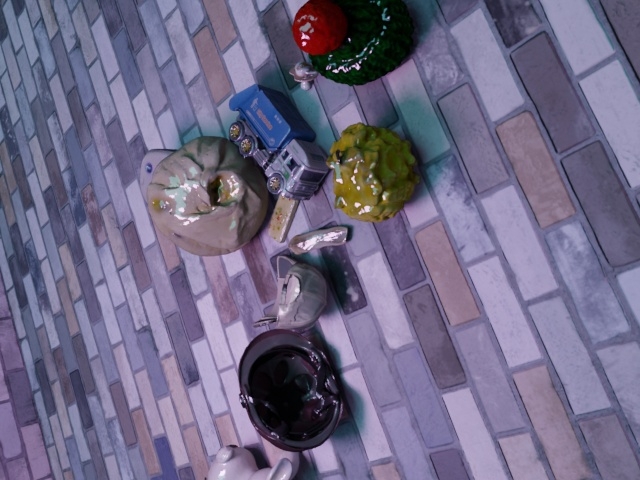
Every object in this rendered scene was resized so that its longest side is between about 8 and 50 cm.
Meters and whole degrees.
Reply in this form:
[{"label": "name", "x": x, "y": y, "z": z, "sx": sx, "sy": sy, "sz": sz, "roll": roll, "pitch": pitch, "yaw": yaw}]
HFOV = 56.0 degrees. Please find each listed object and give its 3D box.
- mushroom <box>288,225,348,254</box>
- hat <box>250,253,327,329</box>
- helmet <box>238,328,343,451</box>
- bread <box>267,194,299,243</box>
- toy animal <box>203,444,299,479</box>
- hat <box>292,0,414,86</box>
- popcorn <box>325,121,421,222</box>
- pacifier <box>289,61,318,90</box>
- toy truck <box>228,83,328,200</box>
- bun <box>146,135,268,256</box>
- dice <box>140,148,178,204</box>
[{"label": "mushroom", "x": 0.000, "y": -0.004, "z": 1.702, "sx": 0.202, "sy": 0.054, "sz": 0.059, "roll": -14, "pitch": 90, "yaw": 34}, {"label": "hat", "x": -0.083, "y": 0.168, "z": 1.716, "sx": 0.275, "sy": 0.161, "sz": 0.232, "roll": -21, "pitch": 40, "yaw": 59}, {"label": "helmet", "x": -0.093, "y": 0.435, "z": 1.699, "sx": 0.338, "sy": 0.271, "sz": 0.197, "roll": 55, "pitch": 156, "yaw": 19}, {"label": "bread", "x": -0.114, "y": -0.070, "z": 1.799, "sx": 0.068, "sy": 0.028, "sz": 0.154, "roll": 36, "pitch": 117, "yaw": 29}, {"label": "toy animal", "x": -0.195, "y": 0.739, "z": 1.837, "sx": 0.310, "sy": 0.183, "sz": 0.247, "roll": 7, "pitch": 98, "yaw": 39}, {"label": "hat", "x": 0.045, "y": -0.507, "z": 1.433, "sx": 0.274, "sy": 0.332, "sz": 0.242, "roll": -18, "pitch": 85, "yaw": 37}, {"label": "popcorn", "x": 0.116, "y": -0.165, "z": 1.477, "sx": 0.249, "sy": 0.225, "sz": 0.249, "roll": 10, "pitch": 106, "yaw": 38}, {"label": "pacifier", "x": -0.040, "y": -0.458, "z": 1.688, "sx": 0.099, "sy": 0.081, "sz": 0.078, "roll": -119, "pitch": 16, "yaw": -47}, {"label": "toy truck", "x": -0.127, "y": -0.284, "z": 1.715, "sx": 0.175, "sy": 0.146, "sz": 0.367, "roll": -48, "pitch": 65, "yaw": 27}, {"label": "bun", "x": -0.326, "y": -0.118, "z": 1.769, "sx": 0.219, "sy": 0.365, "sz": 0.365, "roll": -126, "pitch": 41, "yaw": -77}, {"label": "dice", "x": -0.460, "y": -0.199, "z": 1.964, "sx": 0.192, "sy": 0.194, "sz": 0.193, "roll": 13, "pitch": 104, "yaw": 39}]
